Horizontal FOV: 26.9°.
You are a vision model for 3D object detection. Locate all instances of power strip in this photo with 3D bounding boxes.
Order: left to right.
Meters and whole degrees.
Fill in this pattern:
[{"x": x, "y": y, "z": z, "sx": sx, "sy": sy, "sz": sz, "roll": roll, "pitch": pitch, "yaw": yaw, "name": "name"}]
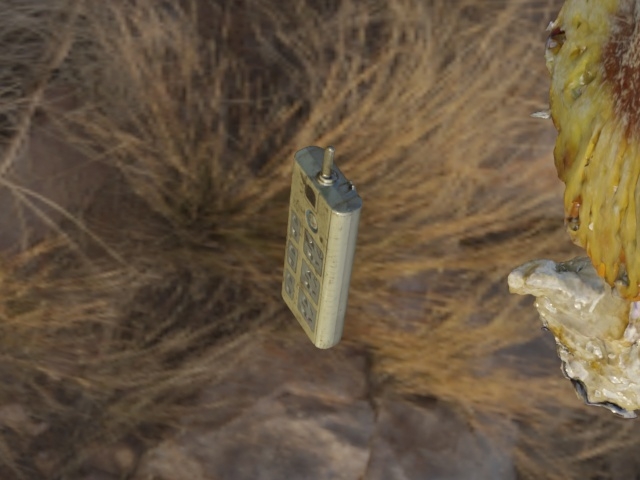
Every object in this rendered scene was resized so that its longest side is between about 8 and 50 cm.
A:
[{"x": 0.000, "y": 0.000, "z": 1.326, "sx": 0.034, "sy": 0.092, "sz": 0.268, "roll": -20, "pitch": 145, "yaw": -21, "name": "power strip"}]

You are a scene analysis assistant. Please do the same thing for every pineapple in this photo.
[{"x": 0.309, "y": -0.092, "z": 0.922, "sx": 0.286, "sy": 0.209, "sz": 0.344, "roll": 6, "pitch": 82, "yaw": -14, "name": "pineapple"}]

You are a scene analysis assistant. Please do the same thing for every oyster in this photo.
[{"x": 0.250, "y": 0.076, "z": 1.158, "sx": 0.081, "sy": 0.191, "sz": 0.163, "roll": -43, "pitch": 147, "yaw": -67, "name": "oyster"}]
